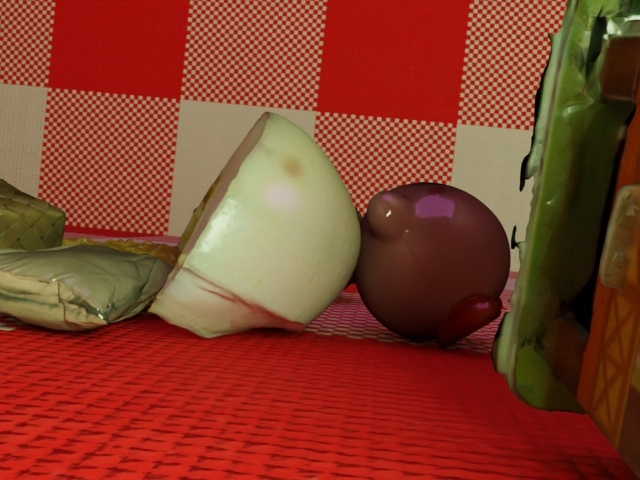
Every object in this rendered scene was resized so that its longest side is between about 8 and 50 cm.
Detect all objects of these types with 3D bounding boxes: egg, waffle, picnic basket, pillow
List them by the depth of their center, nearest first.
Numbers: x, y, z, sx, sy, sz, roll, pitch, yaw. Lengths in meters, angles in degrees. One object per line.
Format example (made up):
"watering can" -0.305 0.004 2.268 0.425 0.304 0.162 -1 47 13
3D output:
"pillow" -0.222 0.040 0.728 0.173 0.067 0.270 10 2 10
"egg" -0.040 0.002 0.742 0.162 0.206 0.271 32 0 -12
"picnic basket" -0.386 -0.012 0.859 0.178 0.128 0.138 26 16 35
"waffle" -0.210 0.036 1.076 0.229 0.057 0.219 8 2 36

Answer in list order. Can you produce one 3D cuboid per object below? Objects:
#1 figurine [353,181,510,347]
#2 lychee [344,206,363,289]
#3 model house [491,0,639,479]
"figurine" 0.114 0.020 0.810 0.173 0.173 0.173 6 2 0
"lychee" 0.000 0.000 1.136 0.165 0.165 0.197 5 -21 -36
"model house" 0.236 -0.037 0.259 0.243 0.357 0.313 7 12 -6
